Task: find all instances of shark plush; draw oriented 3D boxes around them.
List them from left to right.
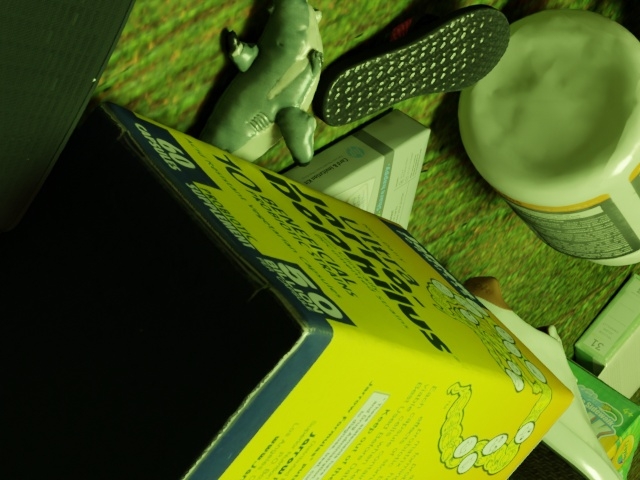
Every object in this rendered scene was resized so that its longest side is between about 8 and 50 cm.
[{"bbox_3d":[-0.030,-0.111,1.004,0.067,0.073,0.161,5,126,-27],"label":"shark plush"}]

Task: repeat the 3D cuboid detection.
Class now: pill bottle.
[{"bbox_3d":[0.226,-0.074,1.370,0.162,0.162,0.278,-56,155,-1],"label":"pill bottle"}]

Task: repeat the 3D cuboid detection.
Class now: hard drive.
[{"bbox_3d":[-0.156,-0.116,0.770,0.172,0.054,0.254,2,118,-61],"label":"hard drive"}]

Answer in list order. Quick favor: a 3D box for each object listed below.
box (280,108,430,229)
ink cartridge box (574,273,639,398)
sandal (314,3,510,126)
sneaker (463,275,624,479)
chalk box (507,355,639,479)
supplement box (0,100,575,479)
[{"bbox_3d":[0.000,0.000,1.199,0.186,0.038,0.145,-31,144,-41],"label":"box"},{"bbox_3d":[0.330,0.173,1.958,0.235,0.056,0.171,-46,152,-14],"label":"ink cartridge box"},{"bbox_3d":[0.063,-0.133,1.168,0.179,0.040,0.067,-21,134,-29],"label":"sandal"},{"bbox_3d":[0.208,0.150,1.453,0.290,0.106,0.123,51,52,-20],"label":"sneaker"},{"bbox_3d":[0.201,0.221,1.644,0.289,0.180,0.179,-41,150,-33],"label":"chalk box"},{"bbox_3d":[-0.031,0.085,0.990,0.195,0.194,0.356,-51,150,11],"label":"supplement box"}]
